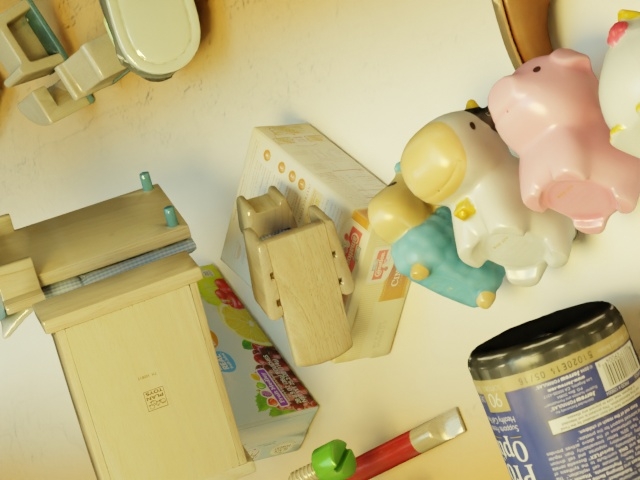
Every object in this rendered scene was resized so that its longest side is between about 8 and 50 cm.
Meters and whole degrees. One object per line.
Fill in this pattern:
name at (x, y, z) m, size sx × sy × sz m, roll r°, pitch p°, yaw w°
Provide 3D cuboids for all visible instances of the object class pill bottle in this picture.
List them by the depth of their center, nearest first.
pill bottle at (0.203, 0.166, 1.476) m, size 0.123 × 0.122 × 0.219 m, roll -16°, pitch 96°, yaw 52°

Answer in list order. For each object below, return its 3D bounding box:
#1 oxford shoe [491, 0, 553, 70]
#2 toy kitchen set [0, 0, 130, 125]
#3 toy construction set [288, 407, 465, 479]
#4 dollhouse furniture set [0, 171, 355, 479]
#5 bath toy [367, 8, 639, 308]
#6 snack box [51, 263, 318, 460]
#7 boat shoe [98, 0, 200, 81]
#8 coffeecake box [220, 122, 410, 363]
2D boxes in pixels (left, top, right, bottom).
oxford shoe at (0.166, -0.222, 1.518) m, size 0.076 × 0.076 × 0.212 m, roll -4°, pitch 107°, yaw 13°
toy kitchen set at (-0.274, -0.249, 2.070) m, size 0.166 × 0.122 × 0.207 m, roll -30°, pitch 93°, yaw 50°
toy construction set at (0.104, 0.271, 1.610) m, size 0.237 × 0.257 × 0.309 m, roll -31°, pitch 48°, yaw 32°
dollhouse furniture set at (-0.143, 0.068, 1.771) m, size 0.303 × 0.286 × 0.198 m, roll -135°, pitch 28°, yaw -63°
bath toy at (0.176, -0.077, 1.488) m, size 0.348 × 0.151 × 0.129 m, roll -35°, pitch 33°, yaw 49°
snack box at (-0.131, 0.124, 1.873) m, size 0.207 × 0.174 × 0.070 m, roll 51°, pitch 135°, yaw 35°
boat shoe at (-0.185, -0.303, 1.921) m, size 0.091 × 0.109 × 0.305 m, roll 148°, pitch 112°, yaw -78°
coffeecake box at (0.000, 0.000, 1.767) m, size 0.185 × 0.068 × 0.142 m, roll 41°, pitch 126°, yaw 41°
